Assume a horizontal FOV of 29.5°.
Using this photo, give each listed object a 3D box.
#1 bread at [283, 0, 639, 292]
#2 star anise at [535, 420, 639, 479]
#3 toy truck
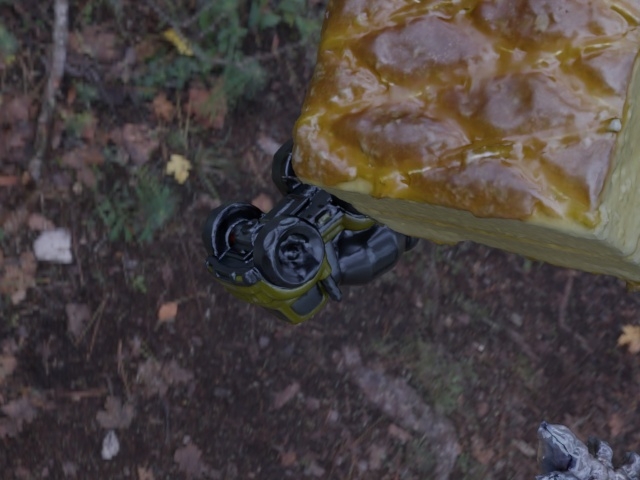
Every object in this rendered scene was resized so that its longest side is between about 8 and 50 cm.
[{"bbox_3d":[0.155,-0.134,0.945,0.279,0.207,0.279,15,85,37],"label":"bread"},{"bbox_3d":[0.352,0.324,1.521,0.229,0.093,0.236,-24,71,-43],"label":"star anise"},{"bbox_3d":[0.000,0.000,1.265,0.224,0.165,0.147,-44,31,-22],"label":"toy truck"}]
